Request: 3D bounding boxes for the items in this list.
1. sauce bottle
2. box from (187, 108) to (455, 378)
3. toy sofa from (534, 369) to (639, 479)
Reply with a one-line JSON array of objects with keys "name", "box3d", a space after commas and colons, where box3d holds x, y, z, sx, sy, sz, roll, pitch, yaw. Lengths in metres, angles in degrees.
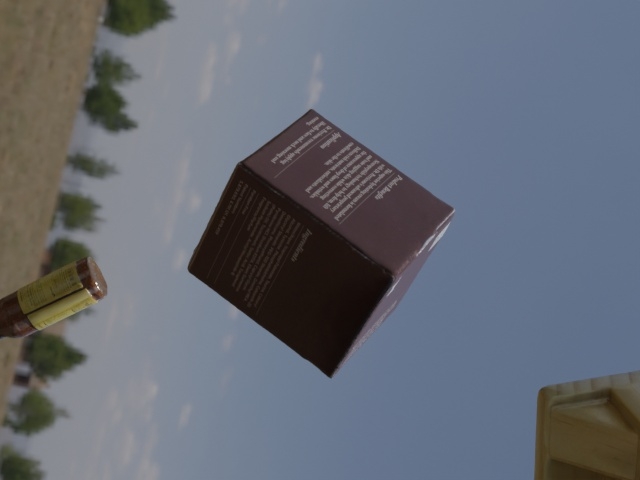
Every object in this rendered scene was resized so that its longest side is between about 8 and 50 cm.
[{"name": "sauce bottle", "box3d": [-0.246, 0.057, 1.129, 0.042, 0.128, 0.042, -24, 90, -86]}, {"name": "box", "box3d": [0.000, 0.000, 1.428, 0.168, 0.203, 0.167, -42, 165, -52]}, {"name": "toy sofa", "box3d": [0.268, 0.216, 0.761, 0.362, 0.177, 0.150, -122, -153, -62]}]
